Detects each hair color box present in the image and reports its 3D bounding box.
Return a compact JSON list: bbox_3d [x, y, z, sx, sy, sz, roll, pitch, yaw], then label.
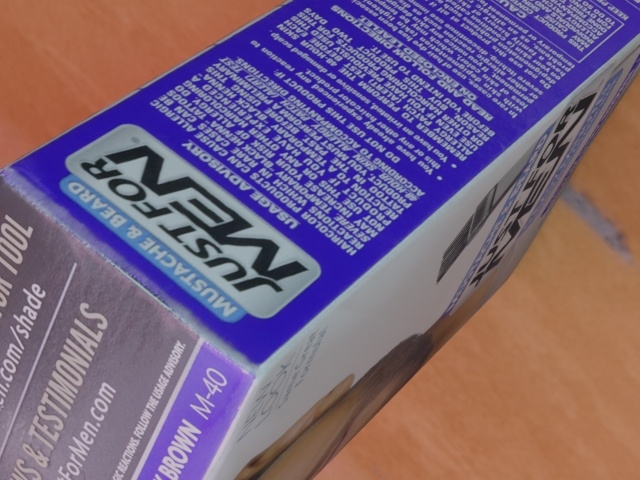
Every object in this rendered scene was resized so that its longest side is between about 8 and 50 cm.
[{"bbox_3d":[0.000,0.000,0.642,0.110,0.339,0.185,38,131,13],"label":"hair color box"}]
